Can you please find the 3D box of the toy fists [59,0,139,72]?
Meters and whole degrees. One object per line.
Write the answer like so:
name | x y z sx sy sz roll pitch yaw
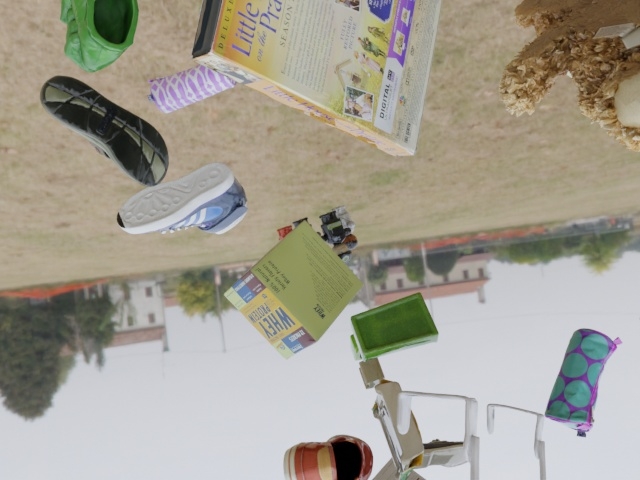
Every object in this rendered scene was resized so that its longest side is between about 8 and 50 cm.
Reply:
toy fists | -0.349 -0.406 0.871 0.096 0.279 0.142 3 177 -35

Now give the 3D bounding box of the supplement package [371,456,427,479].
supplement package | 0.228 0.699 1.312 0.293 0.177 0.175 30 -147 27

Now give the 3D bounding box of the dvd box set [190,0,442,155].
dvd box set | 0.024 -0.338 0.859 0.420 0.307 0.062 15 173 -41

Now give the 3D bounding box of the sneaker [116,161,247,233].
sneaker | -0.347 -0.059 1.490 0.323 0.130 0.236 -27 149 -8

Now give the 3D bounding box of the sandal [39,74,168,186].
sandal | -0.452 -0.236 1.193 0.303 0.120 0.086 42 159 -30

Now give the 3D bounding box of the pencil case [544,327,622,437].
pencil case | 0.389 0.207 0.824 0.064 0.151 0.070 40 158 -32

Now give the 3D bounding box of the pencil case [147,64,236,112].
pencil case | -0.301 -0.372 1.312 0.206 0.088 0.086 -17 -174 11

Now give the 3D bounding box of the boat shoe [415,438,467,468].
boat shoe | 0.269 0.473 1.270 0.206 0.075 0.065 4 -149 -22

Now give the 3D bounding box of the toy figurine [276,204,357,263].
toy figurine | 0.000 0.000 1.604 0.213 0.148 0.209 -18 -174 17

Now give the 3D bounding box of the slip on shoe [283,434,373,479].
slip on shoe | 0.045 0.436 1.081 0.101 0.123 0.331 -18 155 19

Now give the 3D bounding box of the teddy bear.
teddy bear | 0.323 -0.187 0.578 0.245 0.113 0.338 -35 -148 0

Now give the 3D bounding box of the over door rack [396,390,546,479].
over door rack | 0.171 0.276 0.416 0.108 0.324 0.239 -19 153 28

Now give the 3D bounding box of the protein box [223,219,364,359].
protein box | -0.055 0.106 1.204 0.136 0.200 0.201 -40 -176 47

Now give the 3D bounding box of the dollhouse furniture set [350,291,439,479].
dollhouse furniture set | 0.175 0.292 1.093 0.151 0.301 0.197 -16 148 -6
